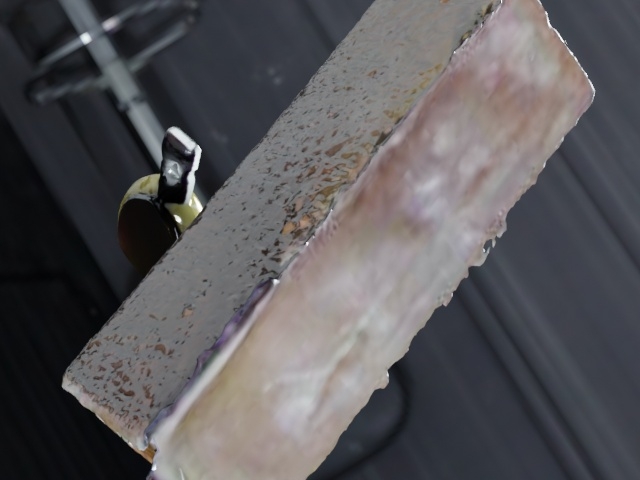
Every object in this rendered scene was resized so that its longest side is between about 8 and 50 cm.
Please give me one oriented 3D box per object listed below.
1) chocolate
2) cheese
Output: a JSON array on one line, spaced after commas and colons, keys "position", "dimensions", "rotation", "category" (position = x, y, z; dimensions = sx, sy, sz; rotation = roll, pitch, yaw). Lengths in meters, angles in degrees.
[{"position": [0.000, 0.000, 0.902], "dimensions": [0.321, 0.112, 0.112], "rotation": [-53, 128, -16], "category": "chocolate"}, {"position": [-0.107, -0.024, 1.233], "dimensions": [0.036, 0.086, 0.162], "rotation": [-35, 159, -28], "category": "cheese"}]
